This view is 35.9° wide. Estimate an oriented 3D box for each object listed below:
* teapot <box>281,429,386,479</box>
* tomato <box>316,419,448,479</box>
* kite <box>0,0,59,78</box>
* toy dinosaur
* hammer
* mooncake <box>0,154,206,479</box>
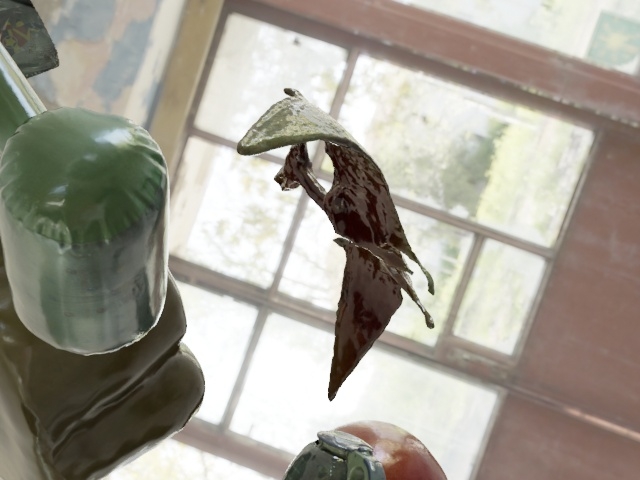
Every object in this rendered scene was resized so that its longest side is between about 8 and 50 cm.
[{"bbox_3d":[0.013,0.264,1.074,0.149,0.111,0.108,-42,-31,-87],"label":"teapot"},{"bbox_3d":[0.093,0.493,1.870,0.321,0.322,0.321,20,-90,-84],"label":"tomato"},{"bbox_3d":[-0.359,-0.258,1.034,0.245,0.141,0.015,93,153,-47],"label":"kite"},{"bbox_3d":[0.004,0.002,0.771,0.113,0.206,0.327,-37,-7,-12],"label":"toy dinosaur"},{"bbox_3d":[-0.231,-0.078,0.753,0.119,0.335,0.206,-27,-26,-27],"label":"hammer"},{"bbox_3d":[-0.371,0.099,1.282,0.262,0.467,0.467,-32,-26,-28],"label":"mooncake"}]
